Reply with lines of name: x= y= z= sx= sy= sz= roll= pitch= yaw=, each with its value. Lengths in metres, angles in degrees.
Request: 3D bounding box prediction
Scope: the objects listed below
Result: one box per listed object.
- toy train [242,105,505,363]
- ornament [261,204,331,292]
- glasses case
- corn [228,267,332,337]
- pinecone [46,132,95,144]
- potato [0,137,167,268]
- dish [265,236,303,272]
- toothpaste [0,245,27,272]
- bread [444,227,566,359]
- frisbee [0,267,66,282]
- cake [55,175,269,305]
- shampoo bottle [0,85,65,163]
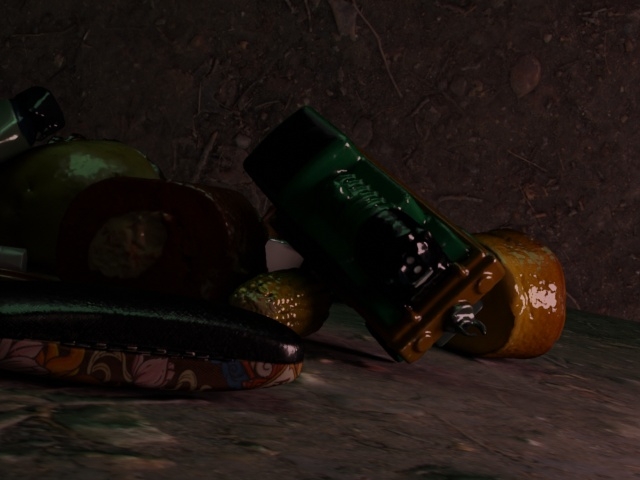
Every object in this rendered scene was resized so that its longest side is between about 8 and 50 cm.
toy train: x=0.059 y=-0.016 z=1.495 sx=0.429 sy=0.178 sz=0.249 roll=43 pitch=-5 yaw=47
ornament: x=0.000 y=0.000 z=2.207 sx=0.235 sy=0.221 sz=0.217 roll=-12 pitch=-3 yaw=31
glasses case: x=-0.166 y=0.084 z=1.020 sx=0.320 sy=0.082 sz=0.122 roll=8 pitch=2 yaw=-27
corn: x=-0.049 y=0.083 z=1.459 sx=0.097 sy=0.097 sz=0.261 roll=12 pitch=4 yaw=15
pinecone: x=-0.494 y=-0.099 z=2.293 sx=0.272 sy=0.224 sz=0.224 roll=-3 pitch=-7 yaw=38
potato: x=-0.398 y=-0.052 z=1.789 sx=0.285 sy=0.243 sz=0.242 roll=17 pitch=5 yaw=29
dish: x=-0.139 y=0.045 z=1.899 sx=0.246 sy=0.078 sz=0.224 roll=-1 pitch=-15 yaw=34
toothpaste: x=-0.492 y=0.022 z=1.557 sx=0.194 sy=0.043 sz=0.067 roll=5 pitch=4 yaw=-3
bread: x=0.253 y=0.080 z=1.750 sx=0.142 sy=0.196 sz=0.269 roll=-2 pitch=7 yaw=-34
frisbee: x=-0.407 y=0.052 z=1.414 sx=0.250 sy=0.021 sz=0.251 roll=12 pitch=2 yaw=-1
cake: x=-0.206 y=0.005 z=1.560 sx=0.282 sy=0.177 sz=0.151 roll=11 pitch=2 yaw=23
shampoo bottle: x=-0.537 y=-0.115 z=1.694 sx=0.359 sy=0.078 sz=0.134 roll=-33 pitch=28 yaw=-27
